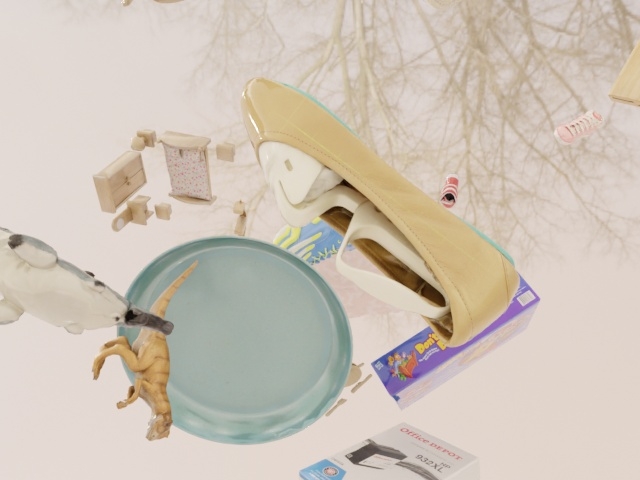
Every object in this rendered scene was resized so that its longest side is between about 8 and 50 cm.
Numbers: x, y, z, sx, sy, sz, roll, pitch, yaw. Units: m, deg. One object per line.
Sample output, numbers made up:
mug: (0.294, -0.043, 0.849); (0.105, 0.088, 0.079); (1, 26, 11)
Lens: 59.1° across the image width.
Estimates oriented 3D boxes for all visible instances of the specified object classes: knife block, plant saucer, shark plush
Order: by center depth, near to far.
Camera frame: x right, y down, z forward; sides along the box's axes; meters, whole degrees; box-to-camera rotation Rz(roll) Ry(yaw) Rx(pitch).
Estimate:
shark plush: (-0.184, 0.031, 0.435); (0.161, 0.073, 0.067); (17, -167, -26)
plant saucer: (-0.114, 0.137, 0.773); (0.318, 0.317, 0.043); (-2, -161, 4)
knife block: (0.654, -0.392, 1.023); (0.276, 0.242, 0.088); (-28, -143, -25)

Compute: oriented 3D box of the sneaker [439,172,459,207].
sneaker: (0.305, -0.099, 1.348); (0.042, 0.118, 0.067); (10, -122, 13)

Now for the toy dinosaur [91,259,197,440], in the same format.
toy dinosaur: (-0.207, 0.131, 0.674); (0.112, 0.064, 0.211); (2, -114, -13)

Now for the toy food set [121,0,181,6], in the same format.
toy food set: (-0.242, -0.450, 0.965); (0.192, 0.038, 0.132); (-24, -173, -39)

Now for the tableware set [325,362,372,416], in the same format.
tableware set: (0.026, 0.364, 1.420); (0.128, 0.194, 0.039); (25, -152, -33)

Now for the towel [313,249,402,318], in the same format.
towel: (0.072, 0.082, 1.465); (0.332, 0.317, 0.053); (-7, -140, 0)

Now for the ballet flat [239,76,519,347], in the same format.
ballet flat: (0.019, -0.022, 0.364); (0.232, 0.080, 0.073); (38, -115, 13)

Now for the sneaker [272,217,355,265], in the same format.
sneaker: (0.000, 0.000, 0.986); (0.126, 0.091, 0.240); (40, -76, 38)

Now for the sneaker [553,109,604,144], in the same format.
sneaker: (0.596, -0.264, 1.292); (0.134, 0.070, 0.051); (-19, -108, -31)

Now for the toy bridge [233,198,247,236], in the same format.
toy bridge: (-0.211, -0.042, 1.495); (0.026, 0.188, 0.063); (10, -131, 1)

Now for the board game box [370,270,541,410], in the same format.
board game box: (0.285, 0.222, 1.201); (0.347, 0.233, 0.078); (-32, -116, -2)

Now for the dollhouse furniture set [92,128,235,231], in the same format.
dollhouse furniture set: (-0.420, -0.128, 1.575); (0.356, 0.303, 0.174); (11, -142, 15)

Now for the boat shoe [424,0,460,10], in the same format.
boat shoe: (0.203, -0.447, 0.903); (0.097, 0.116, 0.324); (37, -141, 17)

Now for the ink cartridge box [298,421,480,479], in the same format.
ink cartridge box: (0.144, 0.512, 1.154); (0.307, 0.129, 0.223); (-10, -169, -36)
